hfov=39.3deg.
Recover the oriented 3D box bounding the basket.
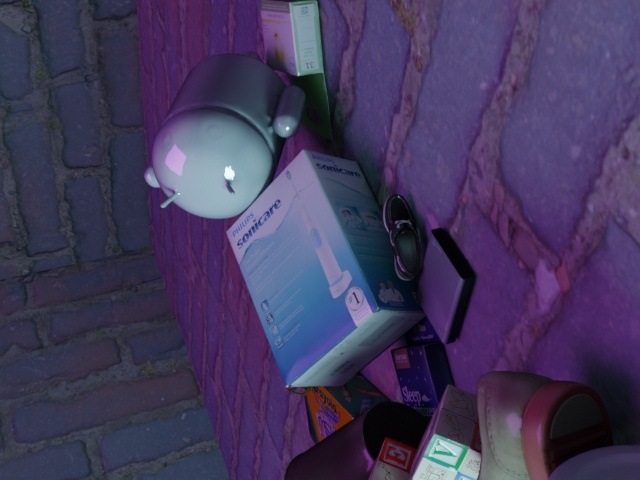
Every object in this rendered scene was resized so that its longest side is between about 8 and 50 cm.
[{"bbox_3d":[0.068,0.348,1.310,0.204,0.154,0.227,58,137,24],"label":"basket"}]

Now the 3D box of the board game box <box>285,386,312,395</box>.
[{"bbox_3d":[-0.006,0.192,1.630,0.181,0.043,0.092,-53,30,36],"label":"board game box"}]

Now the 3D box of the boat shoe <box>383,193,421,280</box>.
[{"bbox_3d":[0.116,-0.007,1.248,0.038,0.046,0.125,118,148,-76],"label":"boat shoe"}]

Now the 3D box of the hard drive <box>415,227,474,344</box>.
[{"bbox_3d":[0.166,0.062,1.204,0.135,0.022,0.094,97,154,-45],"label":"hard drive"}]

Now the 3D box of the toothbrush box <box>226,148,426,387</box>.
[{"bbox_3d":[0.003,0.044,1.369,0.216,0.126,0.295,-45,56,31],"label":"toothbrush box"}]

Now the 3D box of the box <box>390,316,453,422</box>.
[{"bbox_3d":[0.159,0.227,1.323,0.136,0.036,0.225,149,109,-71],"label":"box"}]

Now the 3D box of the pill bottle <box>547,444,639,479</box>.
[{"bbox_3d":[0.293,0.336,0.799,0.152,0.152,0.272,-165,63,-70],"label":"pill bottle"}]

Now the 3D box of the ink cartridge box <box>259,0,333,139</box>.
[{"bbox_3d":[-0.043,-0.296,1.543,0.171,0.056,0.235,-143,45,-64],"label":"ink cartridge box"}]

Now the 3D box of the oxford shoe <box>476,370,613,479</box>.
[{"bbox_3d":[0.238,0.292,0.941,0.130,0.123,0.348,15,117,54],"label":"oxford shoe"}]

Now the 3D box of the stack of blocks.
[{"bbox_3d":[0.144,0.319,1.111,0.087,0.171,0.297,-61,-9,-51],"label":"stack of blocks"}]

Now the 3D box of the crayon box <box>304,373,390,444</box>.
[{"bbox_3d":[0.052,0.333,1.641,0.278,0.081,0.165,-149,49,-66],"label":"crayon box"}]

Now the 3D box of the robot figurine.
[{"bbox_3d":[-0.159,-0.174,1.490,0.200,0.300,0.353,53,-149,-29],"label":"robot figurine"}]
